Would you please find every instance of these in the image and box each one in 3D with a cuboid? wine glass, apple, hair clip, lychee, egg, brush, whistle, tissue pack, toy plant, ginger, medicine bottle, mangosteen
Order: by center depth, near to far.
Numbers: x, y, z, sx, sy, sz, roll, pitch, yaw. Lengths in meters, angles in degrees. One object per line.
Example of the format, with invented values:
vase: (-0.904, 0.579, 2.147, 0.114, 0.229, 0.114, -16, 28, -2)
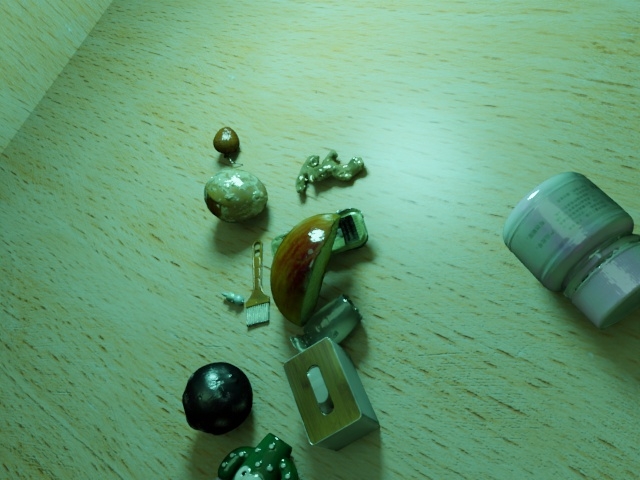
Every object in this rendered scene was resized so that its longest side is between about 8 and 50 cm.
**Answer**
medicine bottle: (0.627, 0.022, 1.430, 0.256, 0.256, 0.324, -40, 60, 4)
tissue pack: (0.029, 0.417, 1.625, 0.159, 0.136, 0.246, -34, 52, 10)
toy plant: (-0.169, 0.648, 1.625, 0.243, 0.112, 0.232, -36, 47, 0)
wine glass: (0.021, 0.251, 1.734, 0.204, 0.111, 0.111, -43, 52, 5)
mangosteen: (-0.314, 0.475, 1.764, 0.250, 0.211, 0.211, -52, 44, 37)
apple: (-0.048, 0.075, 1.785, 0.254, 0.179, 0.345, 27, 100, 53)
hair clip: (0.001, 0.000, 1.895, 0.322, 0.091, 0.138, -19, 83, 17)
whistle: (-0.288, 0.190, 1.991, 0.100, 0.035, 0.035, 16, 73, 36)
brush: (-0.209, 0.131, 1.992, 0.090, 0.017, 0.314, -16, 57, 18)
ginger: (0.027, -0.250, 2.039, 0.259, 0.065, 0.149, -17, 55, 23)
egg: (-0.292, -0.154, 2.085, 0.233, 0.195, 0.194, 16, 73, 21)
lychee: (-0.356, -0.363, 2.288, 0.115, 0.101, 0.140, -5, 66, 32)
